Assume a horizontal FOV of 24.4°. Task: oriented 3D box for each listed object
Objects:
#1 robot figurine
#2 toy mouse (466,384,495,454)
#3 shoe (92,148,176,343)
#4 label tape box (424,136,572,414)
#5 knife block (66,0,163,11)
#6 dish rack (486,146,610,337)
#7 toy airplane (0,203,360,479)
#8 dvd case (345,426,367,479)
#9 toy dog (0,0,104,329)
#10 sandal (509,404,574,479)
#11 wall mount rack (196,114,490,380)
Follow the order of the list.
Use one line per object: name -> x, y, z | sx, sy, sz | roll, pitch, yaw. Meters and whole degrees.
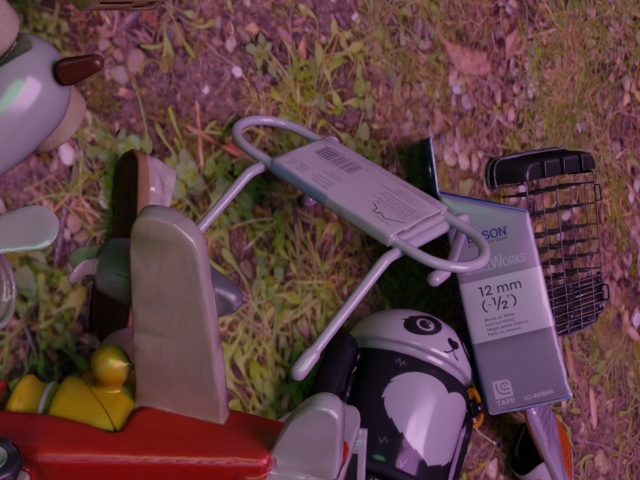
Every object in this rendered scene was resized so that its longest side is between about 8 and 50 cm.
robot figurine -> 0.085, 0.218, 1.784 | 0.209, 0.174, 0.278 | 75, 31, -62
toy mouse -> 0.164, 0.237, 1.977 | 0.143, 0.031, 0.161 | -34, 111, -44
shoe -> -0.191, 0.013, 1.571 | 0.058, 0.077, 0.219 | 18, 72, -40
label tape box -> 0.218, 0.028, 1.891 | 0.249, 0.115, 0.347 | -53, 132, -87
knife block -> -0.248, -0.374, 1.429 | 0.088, 0.276, 0.242 | -12, 125, -47
dish rack -> 0.341, 0.003, 2.167 | 0.208, 0.074, 0.271 | -12, 97, -46
toy airplane -> -0.150, 0.176, 1.414 | 0.384, 0.386, 0.272 | 38, 21, -28
dvd case -> -0.041, 0.325, 1.658 | 0.029, 0.179, 0.238 | 90, 2, -82
toy dog -> -0.301, -0.076, 1.379 | 0.220, 0.161, 0.333 | 24, 69, -51
sandal -> 0.299, 0.286, 2.088 | 0.102, 0.076, 0.265 | -80, 152, -44
wall mount rack -> 0.000, 0.000, 1.665 | 0.304, 0.350, 0.130 | -26, 141, -48
